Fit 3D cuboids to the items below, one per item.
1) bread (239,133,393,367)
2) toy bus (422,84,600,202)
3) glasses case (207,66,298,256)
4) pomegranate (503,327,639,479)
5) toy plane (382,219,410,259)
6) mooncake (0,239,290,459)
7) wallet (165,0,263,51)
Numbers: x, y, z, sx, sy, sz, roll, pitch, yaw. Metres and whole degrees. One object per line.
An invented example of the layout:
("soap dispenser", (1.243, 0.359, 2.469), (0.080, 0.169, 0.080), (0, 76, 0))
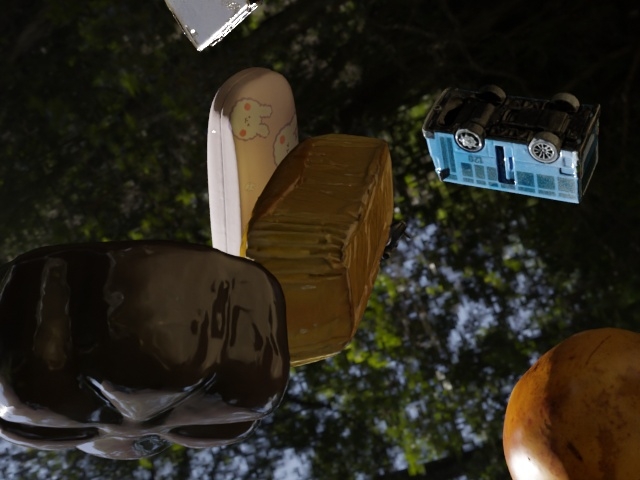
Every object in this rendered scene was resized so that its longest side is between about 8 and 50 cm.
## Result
("bread", (0.000, 0.000, 0.976), (0.288, 0.119, 0.152), (-66, -27, -58))
("toy bus", (0.278, -0.140, 1.425), (0.116, 0.234, 0.133), (-59, -32, -34))
("glasses case", (-0.078, -0.059, 1.167), (0.113, 0.075, 0.296), (-35, -44, -44))
("pomegranate", (0.353, 0.232, 1.169), (0.264, 0.264, 0.264), (43, -145, -41))
("toy plane", (0.086, 0.000, 1.236), (0.031, 0.083, 0.078), (42, -134, -4))
("mooncake", (-0.142, 0.084, 0.748), (0.245, 0.245, 0.133), (31, -134, -51))
("wallet", (-0.150, -0.336, 1.341), (0.031, 0.198, 0.110), (-37, -80, -28))
